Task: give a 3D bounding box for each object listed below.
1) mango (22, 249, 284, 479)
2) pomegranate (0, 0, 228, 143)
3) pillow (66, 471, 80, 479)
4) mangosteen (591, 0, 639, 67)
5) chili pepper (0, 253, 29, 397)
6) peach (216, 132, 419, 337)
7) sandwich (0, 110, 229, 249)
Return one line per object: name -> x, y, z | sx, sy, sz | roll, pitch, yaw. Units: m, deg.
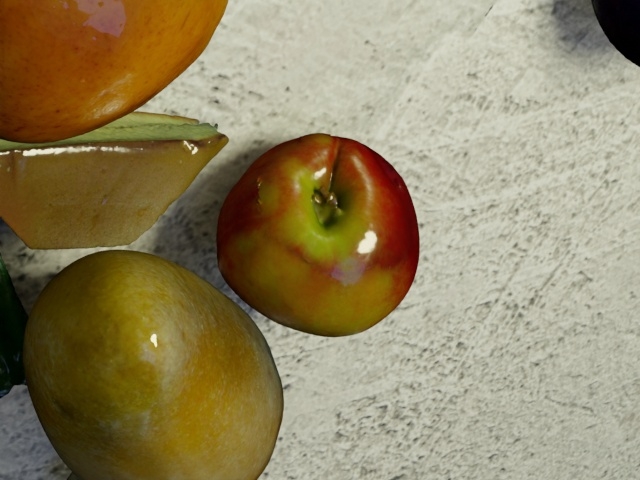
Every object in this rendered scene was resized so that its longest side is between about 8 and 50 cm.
mango -> -0.141, 0.120, 1.421 | 0.199, 0.221, 0.384 | -24, 165, -1
pomegranate -> -0.185, -0.204, 1.152 | 0.264, 0.264, 0.264 | -19, 132, -23
pillow -> -0.162, 0.238, 1.655 | 0.119, 0.053, 0.208 | -49, 136, 1
mangosteen -> 0.352, -0.240, 1.571 | 0.194, 0.194, 0.230 | -48, 161, 6
chili pepper -> -0.296, 0.036, 1.401 | 0.088, 0.059, 0.227 | -23, 132, -13
peach -> 0.000, 0.000, 1.502 | 0.197, 0.197, 0.197 | -19, 132, -23
sandwich -> -0.201, -0.056, 1.367 | 0.258, 0.094, 0.096 | -2, 122, -36
